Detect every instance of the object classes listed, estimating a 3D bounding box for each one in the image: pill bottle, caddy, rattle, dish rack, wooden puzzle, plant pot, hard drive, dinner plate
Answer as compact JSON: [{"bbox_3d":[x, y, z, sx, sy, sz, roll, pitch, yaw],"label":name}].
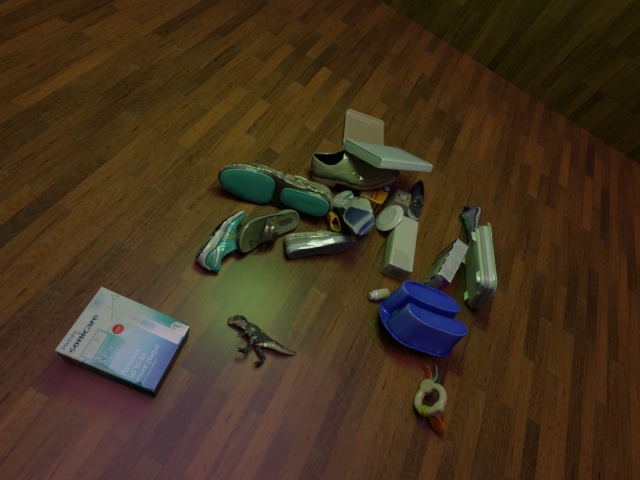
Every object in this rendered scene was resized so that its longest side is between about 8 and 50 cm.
[{"bbox_3d":[0.236,0.221,1.628,0.083,0.043,0.043,-5,63,-23],"label":"pill bottle"},{"bbox_3d":[0.393,0.312,1.556,0.341,0.179,0.241,21,37,-16],"label":"caddy"},{"bbox_3d":[0.428,0.579,1.480,0.143,0.130,0.199,37,28,-10],"label":"rattle"},{"bbox_3d":[0.674,0.115,1.734,0.072,0.285,0.333,4,58,5],"label":"dish rack"},{"bbox_3d":[0.225,-0.553,2.081,0.221,0.044,0.238,15,62,-13],"label":"wooden puzzle"},{"bbox_3d":[0.366,-0.176,1.877,0.109,0.096,0.109,23,56,-7],"label":"plant pot"},{"bbox_3d":[0.299,-0.365,1.750,0.353,0.047,0.233,-5,33,-41],"label":"hard drive"},{"bbox_3d":[0.305,-0.105,1.794,0.017,0.141,0.141,42,48,-34],"label":"dinner plate"}]

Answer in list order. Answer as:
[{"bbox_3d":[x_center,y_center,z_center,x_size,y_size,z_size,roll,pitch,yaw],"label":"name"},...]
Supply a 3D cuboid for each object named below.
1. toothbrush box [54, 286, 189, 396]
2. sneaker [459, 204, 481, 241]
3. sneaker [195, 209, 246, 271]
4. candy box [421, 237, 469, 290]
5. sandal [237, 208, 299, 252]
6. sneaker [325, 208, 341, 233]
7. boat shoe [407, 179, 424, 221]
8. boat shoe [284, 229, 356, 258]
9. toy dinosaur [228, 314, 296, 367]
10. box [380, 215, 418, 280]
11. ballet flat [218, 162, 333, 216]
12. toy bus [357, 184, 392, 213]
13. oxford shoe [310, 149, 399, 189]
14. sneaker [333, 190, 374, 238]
[{"bbox_3d":[-0.583,0.309,1.215,0.295,0.126,0.216,26,55,-4],"label":"toothbrush box"},{"bbox_3d":[0.732,-0.084,1.991,0.098,0.083,0.223,15,51,16],"label":"sneaker"},{"bbox_3d":[-0.359,-0.001,1.515,0.110,0.107,0.275,40,58,-19],"label":"sneaker"},{"bbox_3d":[0.535,0.118,1.732,0.071,0.159,0.233,38,56,6],"label":"candy box"},{"bbox_3d":[-0.193,-0.044,1.562,0.303,0.120,0.086,-28,38,-32],"label":"sandal"},{"bbox_3d":[0.052,-0.102,1.733,0.064,0.067,0.175,-11,64,-24],"label":"sneaker"},{"bbox_3d":[0.471,-0.199,1.943,0.080,0.076,0.228,23,56,-7],"label":"boat shoe"},{"bbox_3d":[0.000,0.000,1.631,0.302,0.109,0.094,-7,62,-21],"label":"boat shoe"},{"bbox_3d":[-0.214,0.355,1.371,0.268,0.064,0.118,34,48,-3],"label":"toy dinosaur"},{"bbox_3d":[0.347,0.027,1.753,0.113,0.094,0.275,23,55,-7],"label":"box"},{"bbox_3d":[-0.176,-0.229,1.679,0.483,0.164,0.182,15,37,-10],"label":"ballet flat"},{"bbox_3d":[0.272,-0.275,1.893,0.130,0.108,0.332,24,56,-3],"label":"toy bus"},{"bbox_3d":[0.148,-0.318,1.762,0.397,0.146,0.140,0,48,7],"label":"oxford shoe"},{"bbox_3d":[0.165,-0.086,1.672,0.127,0.315,0.182,-36,117,2],"label":"sneaker"}]
